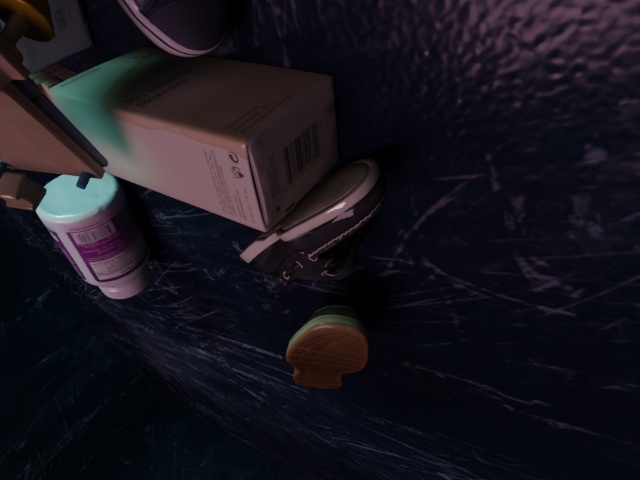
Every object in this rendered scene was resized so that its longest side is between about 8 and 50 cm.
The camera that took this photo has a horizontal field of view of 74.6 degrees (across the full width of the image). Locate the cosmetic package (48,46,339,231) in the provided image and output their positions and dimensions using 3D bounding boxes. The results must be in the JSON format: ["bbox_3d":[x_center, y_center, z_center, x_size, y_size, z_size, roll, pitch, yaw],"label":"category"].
[{"bbox_3d":[-0.149,-0.138,0.509,0.309,0.160,0.113,20,139,25],"label":"cosmetic package"}]

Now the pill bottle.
[{"bbox_3d":[-0.499,0.000,0.972,0.169,0.169,0.301,25,142,20],"label":"pill bottle"}]

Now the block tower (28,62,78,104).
[{"bbox_3d":[-0.586,-0.316,0.772,0.335,0.091,0.097,29,143,15],"label":"block tower"}]

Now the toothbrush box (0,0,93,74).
[{"bbox_3d":[-0.480,-0.396,0.554,0.295,0.126,0.216,32,145,10],"label":"toothbrush box"}]

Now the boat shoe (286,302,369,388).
[{"bbox_3d":[0.013,0.163,0.722,0.123,0.123,0.342,8,150,2],"label":"boat shoe"}]

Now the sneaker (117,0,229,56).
[{"bbox_3d":[-0.137,-0.313,0.332,0.127,0.126,0.321,17,138,38],"label":"sneaker"}]

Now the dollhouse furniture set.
[{"bbox_3d":[-0.339,-0.171,0.461,0.303,0.198,0.286,8,159,11],"label":"dollhouse furniture set"}]

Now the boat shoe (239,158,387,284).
[{"bbox_3d":[-0.003,0.003,0.558,0.113,0.127,0.340,46,146,-11],"label":"boat shoe"}]
